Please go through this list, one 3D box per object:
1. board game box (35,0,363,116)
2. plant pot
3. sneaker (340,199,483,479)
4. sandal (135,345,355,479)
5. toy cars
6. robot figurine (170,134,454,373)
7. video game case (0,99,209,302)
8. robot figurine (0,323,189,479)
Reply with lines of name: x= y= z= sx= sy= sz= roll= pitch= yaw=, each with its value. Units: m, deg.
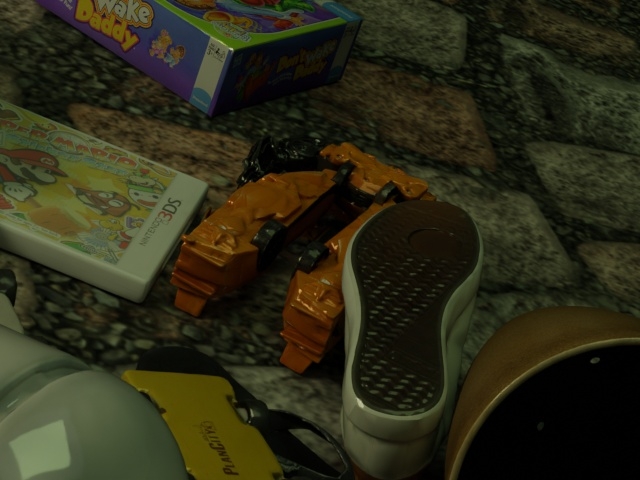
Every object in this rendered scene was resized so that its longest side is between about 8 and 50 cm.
board game box: x=-0.162 y=-0.264 z=1.970 sx=0.347 sy=0.078 sz=0.233 roll=34 pitch=30 yaw=23
plant pot: x=0.190 y=0.140 z=1.355 sx=0.237 sy=0.237 sz=0.254 roll=16 pitch=15 yaw=-9
sneaker: x=0.059 y=0.082 z=1.440 sx=0.106 sy=0.123 sz=0.290 roll=10 pitch=37 yaw=7
sandal: x=-0.040 y=0.148 z=1.331 sx=0.254 sy=0.054 sz=0.097 roll=37 pitch=31 yaw=28
toy cars: x=-0.167 y=0.122 z=1.266 sx=0.394 sy=0.087 sz=0.176 roll=26 pitch=23 yaw=17
robot figurine: x=0.000 y=0.000 z=1.598 sx=0.211 sy=0.085 sz=0.291 roll=29 pitch=29 yaw=13
video game case: x=-0.224 y=-0.042 z=1.580 sx=0.227 sy=0.026 sz=0.206 roll=22 pitch=27 yaw=1
robot figurine: x=-0.219 y=0.136 z=1.035 sx=0.353 sy=0.199 sz=0.300 roll=22 pitch=-14 yaw=22
